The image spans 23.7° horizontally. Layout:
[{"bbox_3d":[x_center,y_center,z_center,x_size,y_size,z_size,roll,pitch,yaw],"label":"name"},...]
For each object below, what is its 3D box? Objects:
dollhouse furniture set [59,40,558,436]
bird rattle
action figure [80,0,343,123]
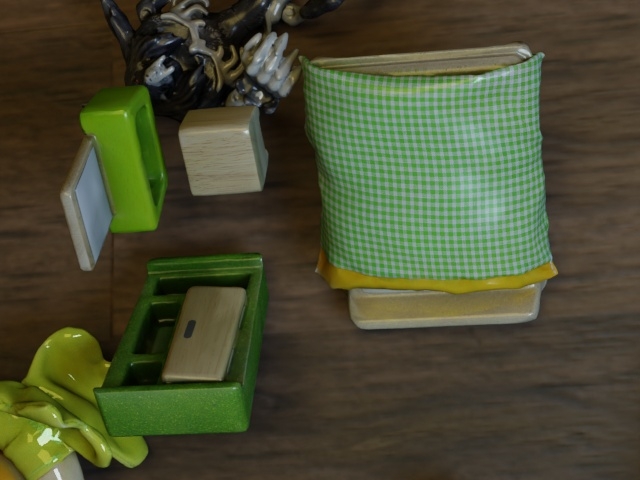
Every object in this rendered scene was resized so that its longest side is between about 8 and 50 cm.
[{"bbox_3d":[0.000,0.000,0.989,0.301,0.151,0.198,-4,123,10],"label":"dollhouse furniture set"},{"bbox_3d":[-0.251,0.158,1.076,0.253,0.143,0.207,-2,95,15],"label":"bird rattle"},{"bbox_3d":[-0.058,-0.168,1.087,0.275,0.141,0.164,-39,85,1],"label":"action figure"}]
